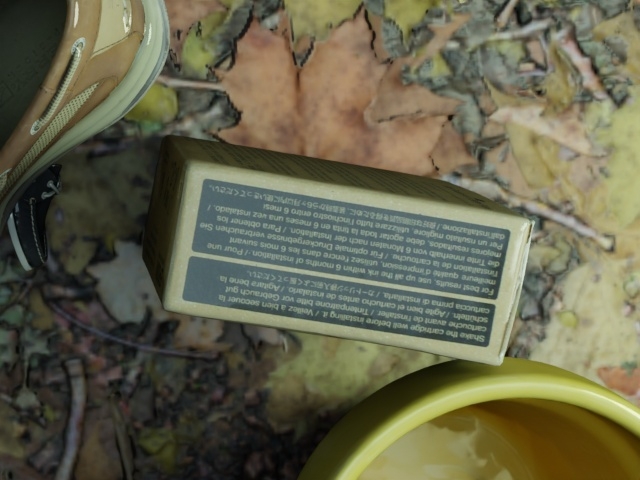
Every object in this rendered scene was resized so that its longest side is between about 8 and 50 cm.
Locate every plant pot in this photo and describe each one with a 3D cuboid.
[{"bbox_3d":[0.092,0.186,1.164,0.254,0.239,0.254,-1,96,-7],"label":"plant pot"}]

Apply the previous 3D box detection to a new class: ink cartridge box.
[{"bbox_3d":[0.000,0.000,1.135,0.193,0.234,0.088,10,95,-8],"label":"ink cartridge box"}]

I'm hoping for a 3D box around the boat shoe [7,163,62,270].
[{"bbox_3d":[-0.179,-0.045,1.201,0.038,0.046,0.125,-9,89,-2],"label":"boat shoe"}]

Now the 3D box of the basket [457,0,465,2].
[{"bbox_3d":[0.178,-0.316,1.199,0.299,0.223,0.213,-19,65,-6],"label":"basket"}]

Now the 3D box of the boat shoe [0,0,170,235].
[{"bbox_3d":[-0.231,-0.051,1.127,0.123,0.116,0.324,46,102,14],"label":"boat shoe"}]
